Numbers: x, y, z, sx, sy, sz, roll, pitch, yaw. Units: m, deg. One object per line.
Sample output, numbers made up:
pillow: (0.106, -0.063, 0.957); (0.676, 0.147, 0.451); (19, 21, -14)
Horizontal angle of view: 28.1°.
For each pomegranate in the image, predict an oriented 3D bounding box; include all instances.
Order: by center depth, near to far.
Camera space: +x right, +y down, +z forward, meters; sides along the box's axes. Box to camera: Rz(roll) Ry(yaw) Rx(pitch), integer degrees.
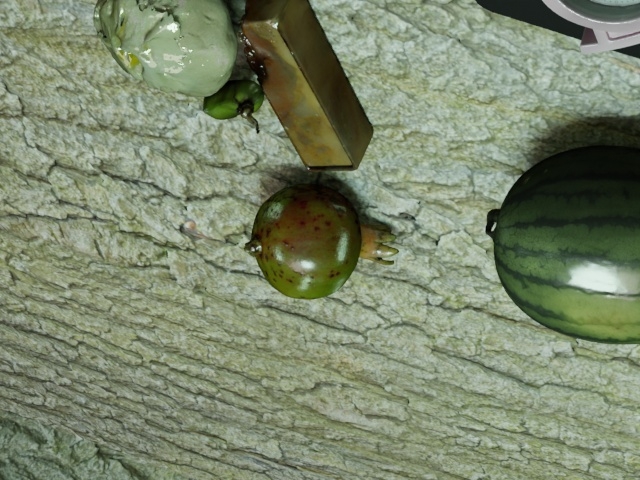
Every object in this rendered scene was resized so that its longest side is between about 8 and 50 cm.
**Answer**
pomegranate: (0.003, 0.012, 2.122); (0.246, 0.198, 0.198); (27, 146, -4)

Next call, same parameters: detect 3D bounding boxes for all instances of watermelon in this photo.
watermelon: (0.398, 0.006, 1.798); (0.359, 0.279, 0.279); (7, 143, 20)

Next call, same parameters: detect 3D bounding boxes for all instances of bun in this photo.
bun: (-0.229, -0.302, 1.843); (0.239, 0.141, 0.239); (34, 154, 19)

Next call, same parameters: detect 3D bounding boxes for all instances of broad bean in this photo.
broad bean: (-0.126, -0.210, 1.903); (0.067, 0.075, 0.325); (35, 177, -14)

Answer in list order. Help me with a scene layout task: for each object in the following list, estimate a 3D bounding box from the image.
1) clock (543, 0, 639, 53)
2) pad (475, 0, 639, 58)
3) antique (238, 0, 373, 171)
clock: (0.365, -0.366, 1.480); (0.290, 0.080, 0.275); (-17, 128, 43)
pad: (0.332, -0.324, 1.630); (0.267, 0.004, 0.181); (20, 146, 7)
antique: (-0.025, -0.237, 1.896); (0.093, 0.087, 0.310); (2, 141, 31)
